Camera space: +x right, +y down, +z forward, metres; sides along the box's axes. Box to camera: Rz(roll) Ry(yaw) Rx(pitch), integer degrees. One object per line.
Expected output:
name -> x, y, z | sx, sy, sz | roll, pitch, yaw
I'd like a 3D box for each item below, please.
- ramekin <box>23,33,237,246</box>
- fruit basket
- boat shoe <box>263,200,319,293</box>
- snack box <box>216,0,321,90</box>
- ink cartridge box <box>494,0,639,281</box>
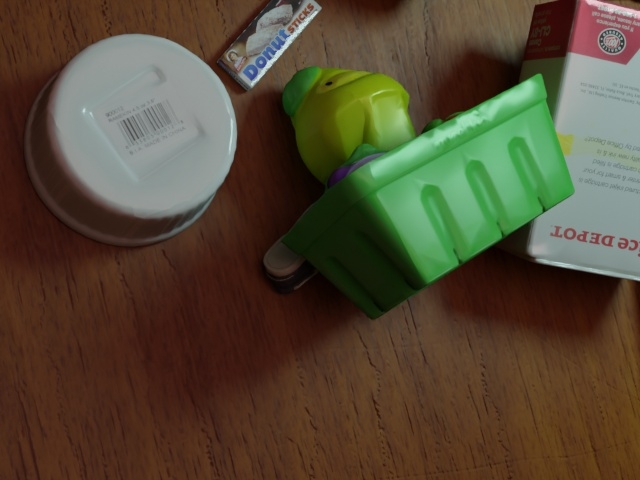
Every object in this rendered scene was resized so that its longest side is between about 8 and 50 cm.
ramekin -> -0.245, -0.138, 1.417 | 0.277, 0.135, 0.277 | 4, 79, -21
fruit basket -> 0.102, -0.122, 1.454 | 0.392, 0.283, 0.392 | 8, 67, -21
boat shoe -> 0.000, 0.000, 1.542 | 0.206, 0.075, 0.065 | -40, 139, -28
snack box -> -0.075, -0.303, 1.576 | 0.064, 0.022, 0.178 | 42, 68, -11
ink cartridge box -> 0.435, -0.145, 1.616 | 0.279, 0.160, 0.384 | 10, 94, -17
